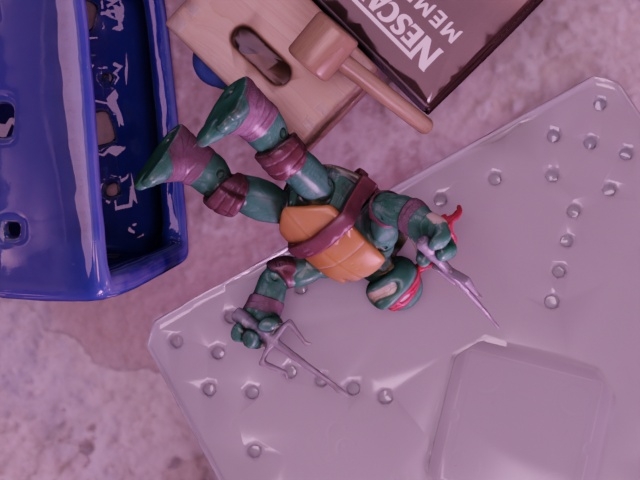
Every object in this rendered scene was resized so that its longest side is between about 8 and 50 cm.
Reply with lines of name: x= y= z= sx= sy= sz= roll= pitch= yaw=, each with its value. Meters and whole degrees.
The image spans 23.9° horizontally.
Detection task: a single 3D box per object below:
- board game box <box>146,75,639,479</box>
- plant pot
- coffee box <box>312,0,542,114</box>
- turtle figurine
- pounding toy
board game box: x=0.137 y=0.137 z=1.055 sx=0.390 sy=0.050 sz=0.390 roll=-29 pitch=76 yaw=-6
plant pot: x=-0.226 y=-0.080 z=1.050 sx=0.212 sy=0.236 sz=0.236 roll=-3 pitch=94 yaw=9
coffee box: x=0.030 y=-0.252 z=1.078 sx=0.168 sy=0.119 sz=0.297 roll=-44 pitch=90 yaw=4
turtle figurine: x=0.000 y=0.000 z=1.004 sx=0.234 sy=0.118 sz=0.175 roll=40 pitch=118 yaw=-18
pounding toy: x=-0.017 y=-0.110 z=1.045 sx=0.181 sy=0.206 sz=0.094 roll=45 pitch=95 yaw=0
